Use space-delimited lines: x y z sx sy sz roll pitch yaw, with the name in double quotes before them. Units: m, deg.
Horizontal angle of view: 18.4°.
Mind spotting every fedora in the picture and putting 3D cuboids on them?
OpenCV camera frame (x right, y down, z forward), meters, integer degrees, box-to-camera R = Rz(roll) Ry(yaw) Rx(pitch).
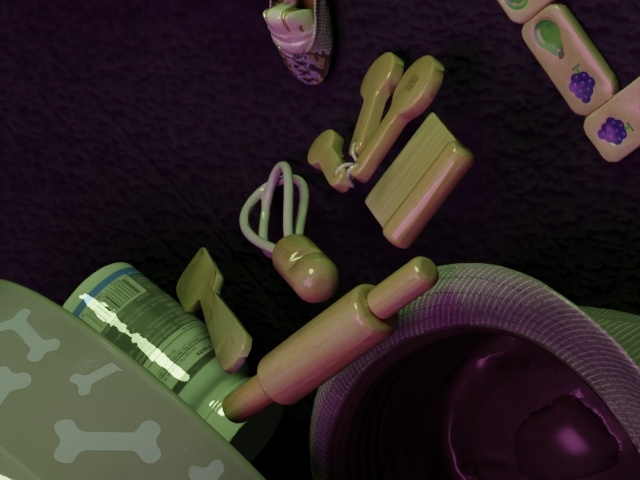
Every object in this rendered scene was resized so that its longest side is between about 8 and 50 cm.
"fedora" 0.123 0.114 1.037 0.244 0.124 0.275 54 136 8

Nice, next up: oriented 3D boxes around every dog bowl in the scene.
"dog bowl" -0.116 0.161 1.139 0.349 0.102 0.349 38 162 14

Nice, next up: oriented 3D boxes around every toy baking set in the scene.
"toy baking set" 0.000 0.004 1.061 0.030 0.197 0.256 31 129 -23

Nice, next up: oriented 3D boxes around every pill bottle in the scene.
"pill bottle" -0.094 0.082 1.208 0.137 0.078 0.078 38 125 18

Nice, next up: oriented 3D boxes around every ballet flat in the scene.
"ballet flat" -0.017 -0.138 1.092 0.041 0.041 0.114 11 114 32

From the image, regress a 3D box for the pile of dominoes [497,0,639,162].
"pile of dominoes" 0.166 -0.174 0.949 0.251 0.040 0.196 -39 84 38
